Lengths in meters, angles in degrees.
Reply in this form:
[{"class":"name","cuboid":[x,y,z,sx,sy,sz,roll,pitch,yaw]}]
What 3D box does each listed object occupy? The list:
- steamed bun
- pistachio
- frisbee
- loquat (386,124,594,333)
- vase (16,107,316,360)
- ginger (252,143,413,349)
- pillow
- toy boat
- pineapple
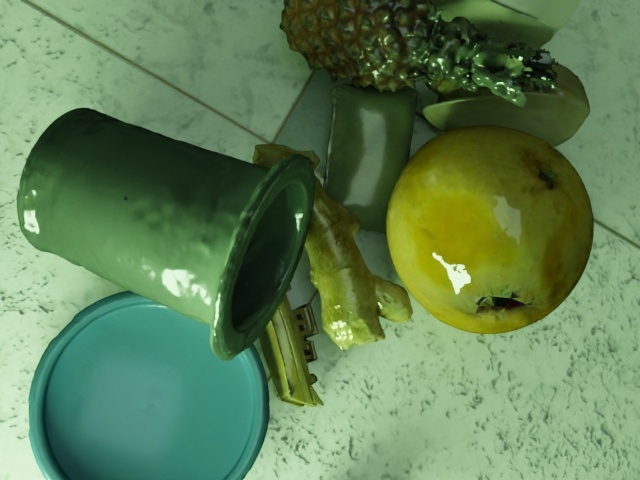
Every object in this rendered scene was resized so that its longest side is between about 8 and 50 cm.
[{"class":"steamed bun","cuboid":[0.236,-0.378,1.219,0.241,0.146,0.164,20,81,-7]},{"class":"pistachio","cuboid":[0.251,-0.188,1.191,0.223,0.152,0.126,5,82,9]},{"class":"frisbee","cuboid":[-0.207,0.202,1.074,0.289,0.049,0.290,2,78,-7]},{"class":"loquat","cuboid":[0.210,-0.016,1.105,0.263,0.263,0.263,2,79,-11]},{"class":"vase","cuboid":[-0.181,-0.032,1.009,0.291,0.245,0.245,22,75,13]},{"class":"ginger","cuboid":[0.001,-0.001,1.123,0.118,0.065,0.299,-31,87,-14]},{"class":"pillow","cuboid":[0.064,-0.114,1.183,0.119,0.053,0.208,6,86,-2]},{"class":"toy boat","cuboid":[-0.040,0.115,1.120,0.072,0.064,0.206,-12,81,-30]},{"class":"pineapple","cuboid":[0.115,-0.247,1.095,0.361,0.175,0.175,32,72,32]}]
